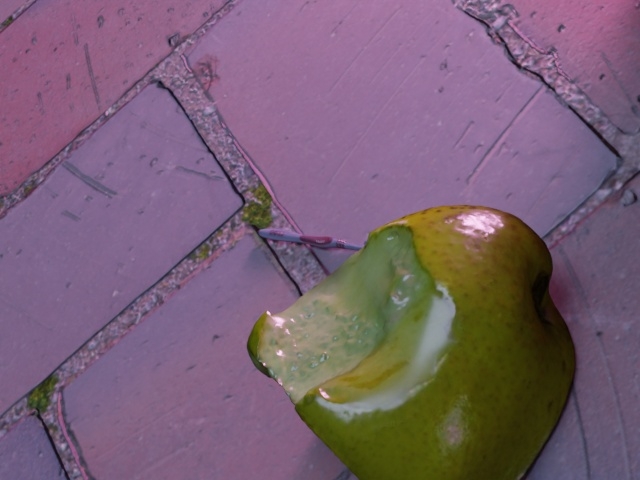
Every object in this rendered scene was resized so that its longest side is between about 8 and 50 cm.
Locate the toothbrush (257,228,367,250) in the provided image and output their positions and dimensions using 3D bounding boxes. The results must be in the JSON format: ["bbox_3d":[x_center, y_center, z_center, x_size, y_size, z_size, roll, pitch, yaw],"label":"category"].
[{"bbox_3d":[0.000,0.000,1.976,0.193,0.019,0.013,7,63,44],"label":"toothbrush"}]

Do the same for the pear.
[{"bbox_3d":[0.103,0.093,1.706,0.282,0.176,0.286,-42,43,1],"label":"pear"}]
